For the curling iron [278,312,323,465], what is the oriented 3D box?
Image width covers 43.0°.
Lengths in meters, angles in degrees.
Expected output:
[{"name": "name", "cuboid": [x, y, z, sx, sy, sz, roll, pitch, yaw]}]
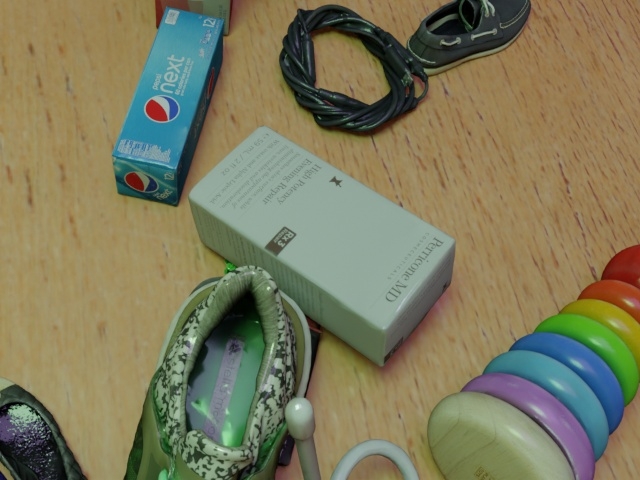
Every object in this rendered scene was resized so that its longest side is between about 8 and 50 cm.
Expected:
[{"name": "curling iron", "cuboid": [0.000, 0.083, 0.783, 0.068, 0.035, 0.274, 19, 59, 1]}]

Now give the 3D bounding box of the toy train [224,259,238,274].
[{"name": "toy train", "cuboid": [-0.084, 0.048, 0.800, 0.023, 0.017, 0.083, 10, 59, -15]}]

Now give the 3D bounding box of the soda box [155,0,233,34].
[{"name": "soda box", "cuboid": [-0.133, -0.344, 0.872, 0.092, 0.263, 0.083, 4, 61, -6]}]

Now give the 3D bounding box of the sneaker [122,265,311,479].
[{"name": "sneaker", "cuboid": [-0.096, 0.196, 0.607, 0.158, 0.182, 0.410, 7, 67, -2]}]

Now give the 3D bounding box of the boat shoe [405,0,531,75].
[{"name": "boat shoe", "cuboid": [0.191, -0.270, 1.000, 0.206, 0.065, 0.075, -31, 69, -24]}]

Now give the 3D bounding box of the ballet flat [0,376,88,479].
[{"name": "ballet flat", "cuboid": [-0.238, 0.177, 0.680, 0.057, 0.049, 0.173, -35, 71, -26]}]

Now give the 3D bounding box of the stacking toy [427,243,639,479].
[{"name": "stacking toy", "cuboid": [0.249, 0.115, 0.766, 0.141, 0.141, 0.330, 43, 56, 15]}]

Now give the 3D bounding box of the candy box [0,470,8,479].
[{"name": "candy box", "cuboid": [-0.289, 0.257, 0.471, 0.122, 0.317, 0.268, 25, 58, 7]}]

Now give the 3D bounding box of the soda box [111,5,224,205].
[{"name": "soda box", "cuboid": [-0.158, -0.146, 0.866, 0.067, 0.071, 0.210, 13, 59, -1]}]

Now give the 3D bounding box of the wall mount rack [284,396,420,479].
[{"name": "wall mount rack", "cuboid": [0.006, 0.277, 0.553, 0.304, 0.130, 0.350, 43, 55, -28]}]

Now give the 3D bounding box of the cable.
[{"name": "cable", "cuboid": [0.026, -0.203, 0.951, 0.150, 0.047, 0.184, -36, 74, -20]}]

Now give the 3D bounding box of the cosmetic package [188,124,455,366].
[{"name": "cosmetic package", "cuboid": [0.000, 0.000, 0.764, 0.231, 0.085, 0.117, 31, 63, 22]}]
